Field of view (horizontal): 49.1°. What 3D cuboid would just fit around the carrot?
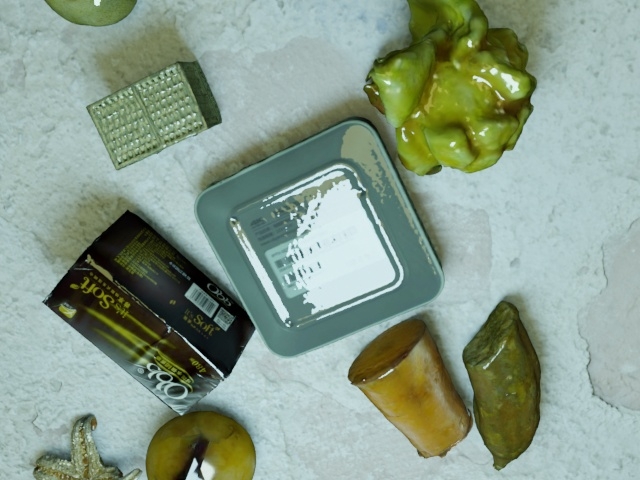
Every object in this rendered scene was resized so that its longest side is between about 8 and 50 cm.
[{"bbox_3d":[0.198,0.313,1.423,0.196,0.196,0.254,-33,104,15],"label":"carrot"}]

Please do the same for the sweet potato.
[{"bbox_3d":[0.378,0.311,1.427,0.157,0.158,0.370,-12,111,10],"label":"sweet potato"}]

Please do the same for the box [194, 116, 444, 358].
[{"bbox_3d":[-0.001,0.001,1.380,0.395,0.111,0.397,-25,102,14],"label":"box"}]

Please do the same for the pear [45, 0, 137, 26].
[{"bbox_3d":[-0.416,-0.464,1.258,0.167,0.136,0.167,2,106,8],"label":"pear"}]

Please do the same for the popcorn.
[{"bbox_3d":[0.220,-0.272,1.168,0.289,0.321,0.326,-6,90,2],"label":"popcorn"}]

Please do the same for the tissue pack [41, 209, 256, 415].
[{"bbox_3d":[-0.321,0.143,1.400,0.370,0.210,0.198,43,116,-8],"label":"tissue pack"}]

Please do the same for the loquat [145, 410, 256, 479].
[{"bbox_3d":[-0.257,0.482,1.506,0.234,0.235,0.235,2,109,5],"label":"loquat"}]

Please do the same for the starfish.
[{"bbox_3d":[-0.519,0.570,1.630,0.312,0.113,0.303,-33,99,25],"label":"starfish"}]

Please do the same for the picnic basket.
[{"bbox_3d":[-0.301,-0.236,1.311,0.196,0.154,0.134,-24,99,9],"label":"picnic basket"}]
